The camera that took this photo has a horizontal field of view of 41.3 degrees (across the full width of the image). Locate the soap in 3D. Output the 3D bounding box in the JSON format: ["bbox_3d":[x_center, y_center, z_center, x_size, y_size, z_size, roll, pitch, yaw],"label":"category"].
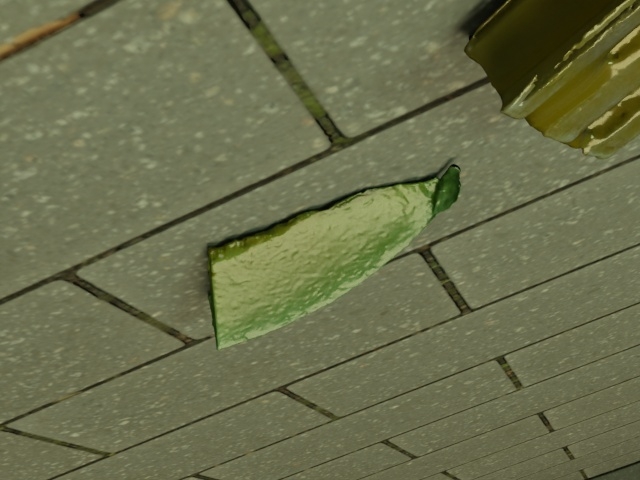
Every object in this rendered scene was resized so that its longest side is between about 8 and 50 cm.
[{"bbox_3d":[0.214,-0.153,0.507,0.135,0.076,0.233,12,140,-43],"label":"soap"}]

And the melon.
[{"bbox_3d":[0.001,0.000,0.722,0.262,0.053,0.114,-28,133,11],"label":"melon"}]
